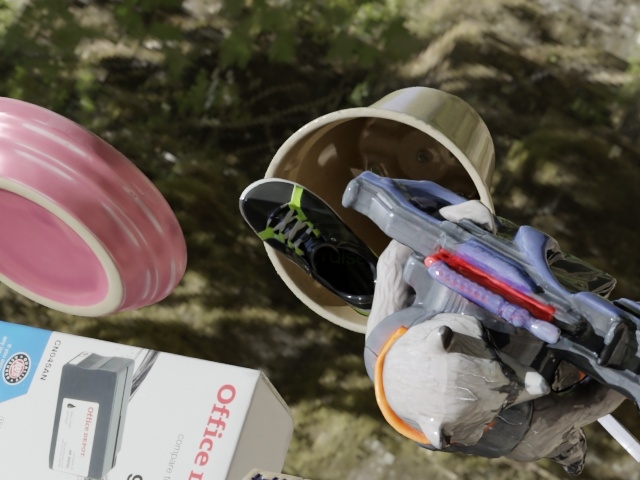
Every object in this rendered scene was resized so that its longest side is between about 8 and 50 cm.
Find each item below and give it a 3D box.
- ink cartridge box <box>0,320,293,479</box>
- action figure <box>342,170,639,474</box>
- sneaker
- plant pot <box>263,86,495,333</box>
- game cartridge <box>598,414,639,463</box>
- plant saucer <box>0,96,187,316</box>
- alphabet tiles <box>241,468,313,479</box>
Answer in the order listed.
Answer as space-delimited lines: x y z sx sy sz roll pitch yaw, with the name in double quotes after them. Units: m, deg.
-0.268 0.287 1.709 0.166 0.395 0.285 64 -141 -59 "ink cartridge box"
0.161 0.099 0.856 0.330 0.341 0.178 9 -71 -55 "action figure"
0.000 0.000 1.558 0.084 0.235 0.097 -53 -14 0 "sneaker"
0.120 -0.076 1.937 0.333 0.334 0.305 -68 -8 28 "plant pot"
0.318 0.208 1.374 0.056 0.083 0.017 35 -81 -37 "game cartridge"
-0.318 -0.020 1.557 0.332 0.332 0.084 97 -160 -55 "plant saucer"
-0.061 0.295 1.159 0.342 0.285 0.011 -38 -49 -58 "alphabet tiles"
